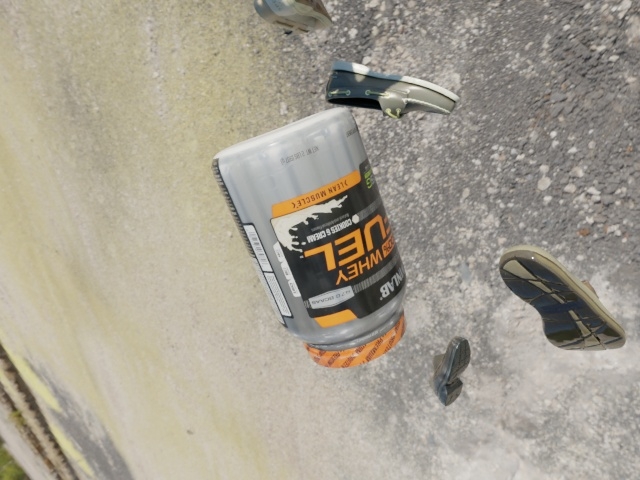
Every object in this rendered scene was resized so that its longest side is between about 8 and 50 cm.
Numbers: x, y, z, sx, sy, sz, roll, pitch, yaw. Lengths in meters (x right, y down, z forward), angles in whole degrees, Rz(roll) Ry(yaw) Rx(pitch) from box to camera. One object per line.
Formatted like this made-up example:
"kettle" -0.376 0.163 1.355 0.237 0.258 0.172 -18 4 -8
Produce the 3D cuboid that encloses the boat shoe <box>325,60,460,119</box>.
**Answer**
"boat shoe" 0.154 -0.323 0.948 0.305 0.109 0.091 21 98 19

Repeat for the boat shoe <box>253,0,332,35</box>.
"boat shoe" -0.052 -0.483 0.874 0.098 0.302 0.109 -26 103 21

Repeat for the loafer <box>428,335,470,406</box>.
"loafer" 0.237 0.240 0.796 0.061 0.062 0.169 38 137 43

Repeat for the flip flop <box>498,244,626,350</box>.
"flip flop" 0.382 0.090 0.662 0.277 0.080 0.112 42 143 -18

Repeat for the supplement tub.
"supplement tub" 0.000 0.000 0.572 0.194 0.194 0.315 -6 113 41
